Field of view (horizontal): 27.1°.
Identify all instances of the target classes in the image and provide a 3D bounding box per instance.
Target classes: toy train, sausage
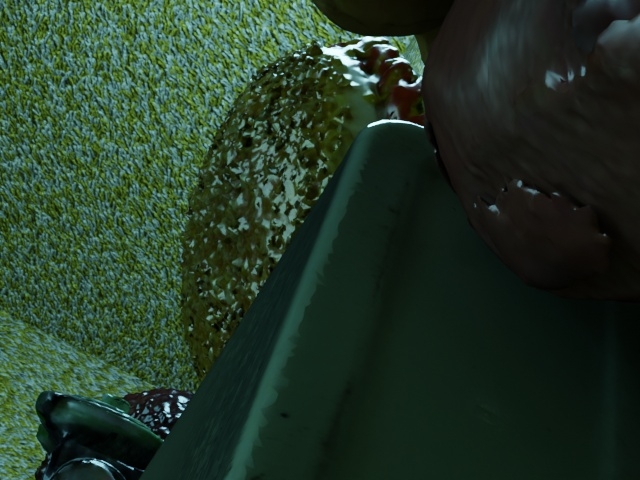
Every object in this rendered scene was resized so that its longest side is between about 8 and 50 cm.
[{"bbox_3d":[-0.142,0.246,1.083,0.307,0.249,0.173,125,168,-69],"label":"toy train"},{"bbox_3d":[0.119,-0.053,0.407,0.152,0.152,0.280,-64,6,-10],"label":"sausage"}]

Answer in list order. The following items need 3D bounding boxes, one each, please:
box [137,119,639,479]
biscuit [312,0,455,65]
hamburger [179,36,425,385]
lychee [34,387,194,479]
[{"bbox_3d":[-0.019,0.178,0.531,0.344,0.177,0.352,-59,5,33],"label":"box"},{"bbox_3d":[0.117,-0.167,0.606,0.376,0.051,0.269,-13,-76,-49],"label":"biscuit"},{"bbox_3d":[0.000,0.000,0.922,0.294,0.179,0.276,-55,33,35],"label":"hamburger"},{"bbox_3d":[-0.189,0.294,1.487,0.260,0.261,0.260,-63,4,8],"label":"lychee"}]
